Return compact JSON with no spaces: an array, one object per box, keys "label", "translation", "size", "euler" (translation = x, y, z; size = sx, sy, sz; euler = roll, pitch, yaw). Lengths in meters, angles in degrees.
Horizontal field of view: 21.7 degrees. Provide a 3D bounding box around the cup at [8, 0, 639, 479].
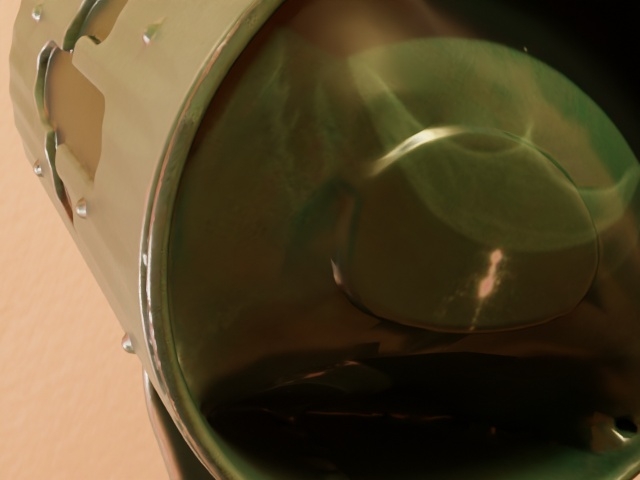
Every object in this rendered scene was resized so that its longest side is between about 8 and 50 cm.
[{"label":"cup","translation":[-0.016,-0.015,0.868],"size":[0.310,0.392,0.401],"euler":[36,-90,-29]}]
